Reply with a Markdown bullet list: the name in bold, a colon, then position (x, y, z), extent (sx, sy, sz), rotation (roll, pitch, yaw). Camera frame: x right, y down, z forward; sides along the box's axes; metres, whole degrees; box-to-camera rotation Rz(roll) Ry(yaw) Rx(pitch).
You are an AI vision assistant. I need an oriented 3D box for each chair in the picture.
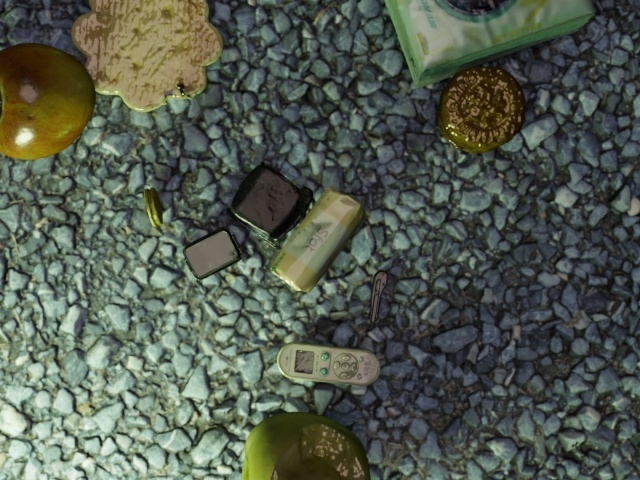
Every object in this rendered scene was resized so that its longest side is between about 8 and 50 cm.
- **chair**: position (-0.100, -0.075, 1.757), extent (0.145, 0.221, 0.140), rotation (35, 88, -2)

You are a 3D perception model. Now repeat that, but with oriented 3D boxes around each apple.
- **apple**: position (-0.040, 0.484, 1.747), extent (0.279, 0.279, 0.279), rotation (0, 90, -4)
- **apple**: position (-0.567, -0.278, 1.743), extent (0.237, 0.207, 0.237), rotation (5, 99, 35)

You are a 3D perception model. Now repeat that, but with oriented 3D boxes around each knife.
- **knife**: position (0.123, 0.123, 1.872), extent (0.031, 0.018, 0.121), rotation (8, 91, -2)

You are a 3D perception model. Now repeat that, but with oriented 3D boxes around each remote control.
- **remote control**: position (0.017, 0.262, 1.853), extent (0.221, 0.042, 0.078), rotation (6, 90, -2)

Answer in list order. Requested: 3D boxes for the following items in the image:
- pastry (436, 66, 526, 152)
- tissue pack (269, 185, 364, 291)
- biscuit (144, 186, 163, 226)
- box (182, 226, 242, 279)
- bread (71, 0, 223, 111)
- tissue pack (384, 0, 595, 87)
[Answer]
- **pastry**: position (0.342, -0.277, 1.845), extent (0.189, 0.103, 0.188), rotation (0, 90, -4)
- **tissue pack**: position (0.000, 0.000, 1.783), extent (0.090, 0.186, 0.222), rotation (37, 88, 9)
- **biscuit**: position (-0.347, -0.070, 1.811), extent (0.023, 0.084, 0.084), rotation (-12, 90, -3)
- **box**: position (-0.228, 0.028, 1.825), extent (0.122, 0.069, 0.084), rotation (-28, 93, -4)
- **bread**: position (-0.364, -0.421, 1.828), extent (0.316, 0.054, 0.316), rotation (0, 91, -3)
- **tissue pack**: position (0.336, -0.523, 1.819), extent (0.388, 0.162, 0.287), rotation (-20, 90, -3)
